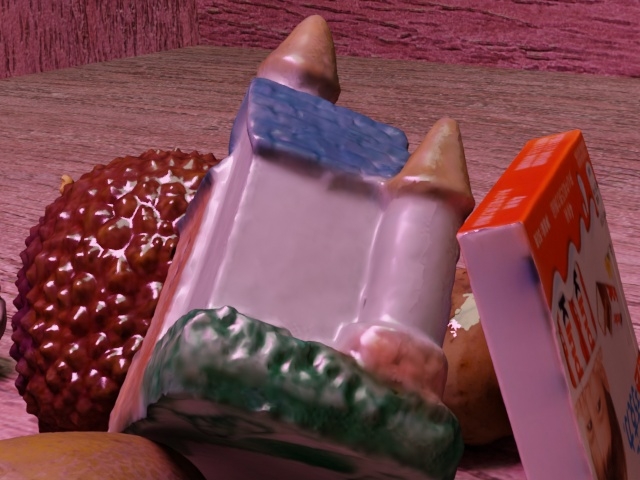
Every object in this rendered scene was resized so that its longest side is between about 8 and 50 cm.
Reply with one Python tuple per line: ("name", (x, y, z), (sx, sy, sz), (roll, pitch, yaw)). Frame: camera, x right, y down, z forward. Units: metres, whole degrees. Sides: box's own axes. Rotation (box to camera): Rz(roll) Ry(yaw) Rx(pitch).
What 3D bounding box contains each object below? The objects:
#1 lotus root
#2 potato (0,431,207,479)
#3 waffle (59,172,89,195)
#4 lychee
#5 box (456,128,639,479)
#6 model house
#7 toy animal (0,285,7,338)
("lotus root", (0.109, 0.090, 1.151), (0.154, 0.140, 0.257), (-6, 8, -36))
("potato", (-0.155, 0.186, 0.828), (0.174, 0.159, 0.251), (41, 25, 28))
("waffle", (-0.128, 0.016, 1.336), (0.219, 0.229, 0.057), (4, 48, 7))
("lychee", (-0.140, 0.061, 1.149), (0.271, 0.271, 0.271), (-3, 15, 1))
("box", (0.171, 0.079, 0.938), (0.048, 0.265, 0.273), (-13, 12, 20))
("model house", (0.000, 0.000, 0.955), (0.194, 0.325, 0.267), (17, -20, -11))
("toy animal", (-0.400, 0.102, 1.248), (0.266, 0.188, 0.308), (-26, 30, -4))
